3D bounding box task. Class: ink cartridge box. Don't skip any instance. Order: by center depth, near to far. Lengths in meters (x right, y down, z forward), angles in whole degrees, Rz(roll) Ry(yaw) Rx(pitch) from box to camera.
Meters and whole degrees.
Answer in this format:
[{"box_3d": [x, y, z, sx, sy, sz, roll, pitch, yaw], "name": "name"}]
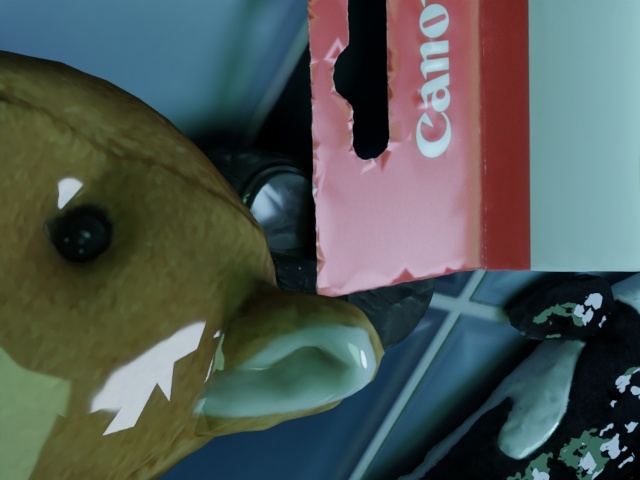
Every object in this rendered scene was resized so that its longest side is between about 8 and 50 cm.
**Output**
[{"box_3d": [0.105, -0.074, 0.762, 0.224, 0.056, 0.181, -11, 107, -29], "name": "ink cartridge box"}]

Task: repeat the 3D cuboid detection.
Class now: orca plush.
[{"box_3d": [0.120, 0.107, 0.924, 0.287, 0.102, 0.151, -22, 133, -23], "name": "orca plush"}]

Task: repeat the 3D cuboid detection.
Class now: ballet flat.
[{"box_3d": [0.000, 0.000, 0.802, 0.057, 0.049, 0.173, -57, 144, -4], "name": "ballet flat"}]

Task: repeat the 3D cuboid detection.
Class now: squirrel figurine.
[{"box_3d": [-0.140, 0.139, 0.641, 0.370, 0.281, 0.397, -49, 126, -19], "name": "squirrel figurine"}]
